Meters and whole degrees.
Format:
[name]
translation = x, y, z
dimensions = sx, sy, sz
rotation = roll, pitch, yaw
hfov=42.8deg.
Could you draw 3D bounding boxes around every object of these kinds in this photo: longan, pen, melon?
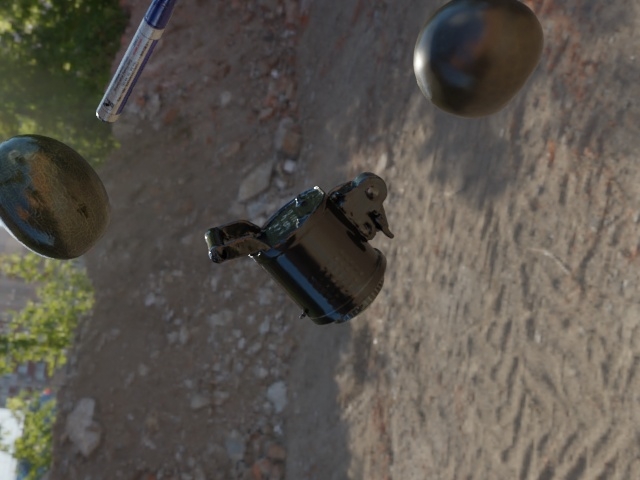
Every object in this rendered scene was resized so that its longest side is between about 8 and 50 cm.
[longan]
translation = 0.242, -0.290, 1.280
dimensions = 0.212, 0.198, 0.198
rotation = 116, 159, -64
[pen]
translation = -0.180, -0.190, 0.820
dimensions = 0.204, 0.025, 0.025
rotation = -46, 35, 42
[melon]
translation = -0.618, -0.100, 1.843
dimensions = 0.237, 0.301, 0.237
rotation = -35, 15, 11

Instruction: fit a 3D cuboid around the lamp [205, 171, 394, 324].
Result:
[lamp]
translation = -0.009, 0.043, 1.650
dimensions = 0.205, 0.374, 0.272
rotation = -131, 18, -73
